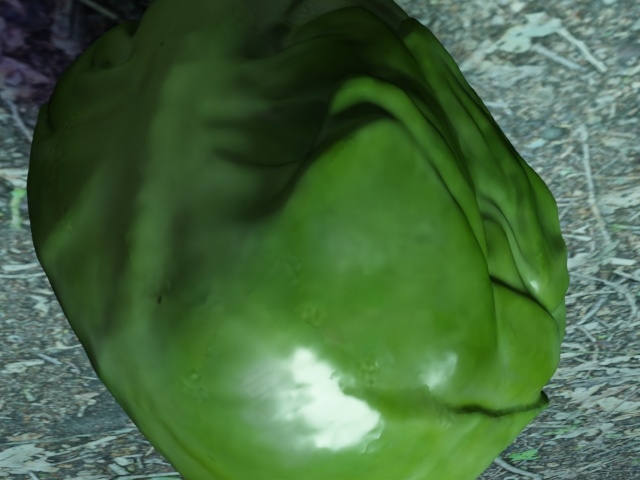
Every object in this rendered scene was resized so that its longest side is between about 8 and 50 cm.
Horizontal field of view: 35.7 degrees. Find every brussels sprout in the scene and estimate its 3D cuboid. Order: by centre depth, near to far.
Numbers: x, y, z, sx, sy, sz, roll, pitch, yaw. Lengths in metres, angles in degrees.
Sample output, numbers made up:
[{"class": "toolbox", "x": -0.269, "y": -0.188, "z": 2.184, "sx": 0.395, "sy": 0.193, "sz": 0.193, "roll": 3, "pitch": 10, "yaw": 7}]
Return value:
[{"class": "brussels sprout", "x": 0.000, "y": 0.000, "z": 0.566, "sx": 0.247, "sy": 0.328, "sz": 0.328, "roll": -23, "pitch": 149, "yaw": 20}]
